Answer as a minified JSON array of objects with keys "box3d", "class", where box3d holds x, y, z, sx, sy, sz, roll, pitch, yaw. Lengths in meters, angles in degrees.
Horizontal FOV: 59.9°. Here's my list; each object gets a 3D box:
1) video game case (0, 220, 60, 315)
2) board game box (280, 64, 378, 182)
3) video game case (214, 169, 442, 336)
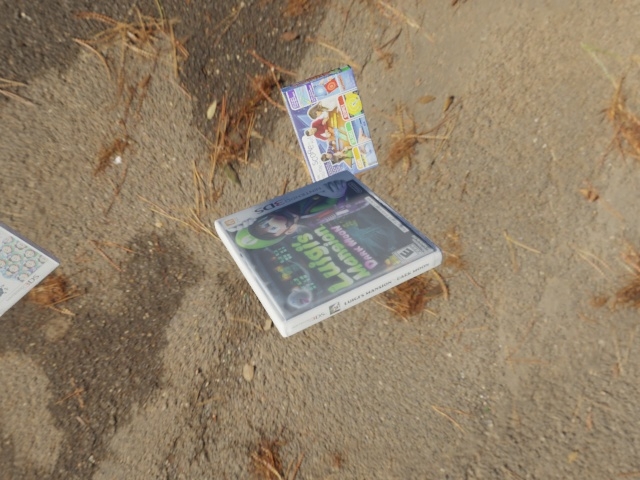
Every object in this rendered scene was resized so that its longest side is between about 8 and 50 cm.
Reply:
[{"box3d":[-0.534,0.040,0.895,0.143,0.019,0.157,-41,134,1],"class":"video game case"},{"box3d":[0.021,-0.214,1.062,0.136,0.035,0.201,-19,120,0],"class":"board game box"},{"box3d":[0.000,0.000,0.577,0.173,0.190,0.022,-23,130,-16],"class":"video game case"}]
